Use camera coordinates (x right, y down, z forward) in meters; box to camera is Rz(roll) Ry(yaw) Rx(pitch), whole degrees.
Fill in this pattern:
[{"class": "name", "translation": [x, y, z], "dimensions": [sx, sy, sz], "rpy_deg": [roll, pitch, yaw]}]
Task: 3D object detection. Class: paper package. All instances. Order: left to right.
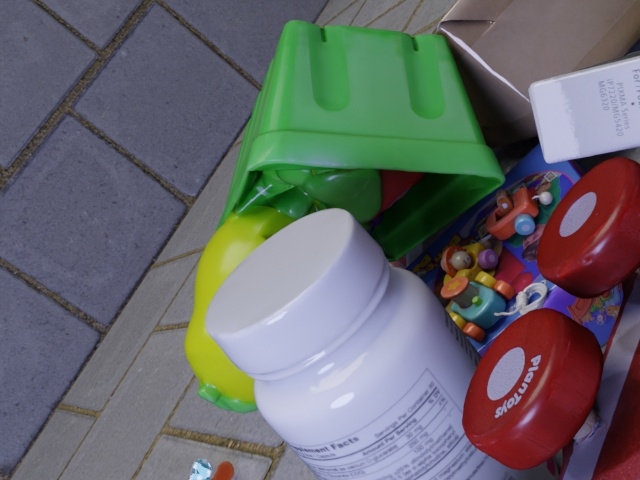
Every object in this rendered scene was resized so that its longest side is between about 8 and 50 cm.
[{"class": "paper package", "translation": [0.265, -0.276, 0.965], "dimensions": [0.309, 0.168, 0.325], "rpy_deg": [-49, 2, 2]}]

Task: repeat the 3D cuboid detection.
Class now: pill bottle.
[{"class": "pill bottle", "translation": [0.050, 0.122, 0.634], "dimensions": [0.160, 0.283, 0.160], "rpy_deg": [-32, 22, 15]}]

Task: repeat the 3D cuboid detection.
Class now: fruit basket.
[{"class": "fruit basket", "translation": [0.000, 0.000, 0.872], "dimensions": [0.392, 0.283, 0.392], "rpy_deg": [-178, 90, -77]}]

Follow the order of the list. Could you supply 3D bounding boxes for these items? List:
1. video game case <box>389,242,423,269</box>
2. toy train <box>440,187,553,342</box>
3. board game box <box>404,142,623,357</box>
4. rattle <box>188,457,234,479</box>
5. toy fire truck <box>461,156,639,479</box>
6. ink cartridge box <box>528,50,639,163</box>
[{"class": "video game case", "translation": [0.092, -0.102, 1.097], "dimensions": [0.204, 0.025, 0.285], "rpy_deg": [-130, 34, -71]}, {"class": "toy train", "translation": [0.155, 0.013, 0.750], "dimensions": [0.125, 0.046, 0.166], "rpy_deg": [-40, 22, 33]}, {"class": "board game box", "translation": [0.156, 0.076, 0.830], "dimensions": [0.347, 0.078, 0.233], "rpy_deg": [-45, 19, 20]}, {"class": "rattle", "translation": [-0.196, 0.398, 1.091], "dimensions": [0.200, 0.130, 0.142], "rpy_deg": [-23, 34, 2]}, {"class": "toy fire truck", "translation": [0.239, 0.055, 0.466], "dimensions": [0.302, 0.169, 0.254], "rpy_deg": [-60, 9, -20]}, {"class": "ink cartridge box", "translation": [0.332, -0.138, 0.617], "dimensions": [0.261, 0.066, 0.296], "rpy_deg": [-10, 9, 36]}]
